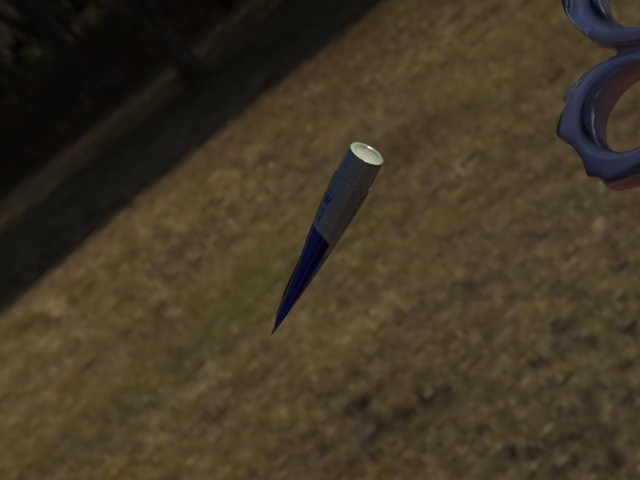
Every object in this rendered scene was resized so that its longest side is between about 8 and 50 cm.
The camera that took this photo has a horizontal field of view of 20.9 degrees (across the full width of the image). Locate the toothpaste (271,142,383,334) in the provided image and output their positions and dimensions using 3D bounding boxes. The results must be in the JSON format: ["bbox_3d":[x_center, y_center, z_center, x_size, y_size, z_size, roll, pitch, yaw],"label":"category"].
[{"bbox_3d":[0.000,0.000,0.668,0.024,0.015,0.083,-77,13,-60],"label":"toothpaste"}]

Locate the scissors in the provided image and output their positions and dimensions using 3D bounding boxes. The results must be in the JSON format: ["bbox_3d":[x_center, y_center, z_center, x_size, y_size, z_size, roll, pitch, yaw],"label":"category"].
[{"bbox_3d":[0.156,-0.072,0.556,0.189,0.015,0.100,-9,68,42],"label":"scissors"}]
